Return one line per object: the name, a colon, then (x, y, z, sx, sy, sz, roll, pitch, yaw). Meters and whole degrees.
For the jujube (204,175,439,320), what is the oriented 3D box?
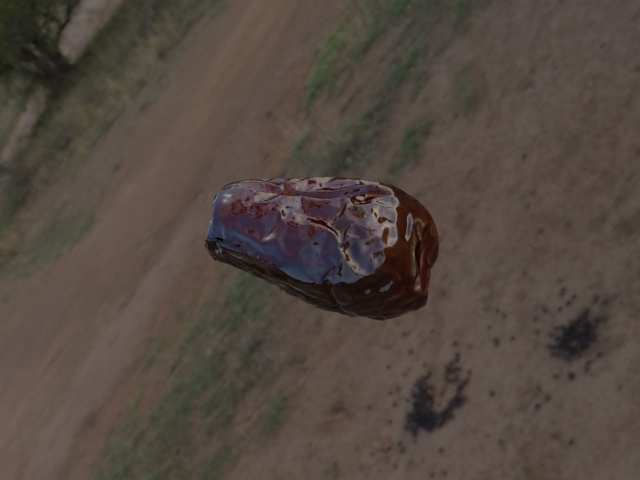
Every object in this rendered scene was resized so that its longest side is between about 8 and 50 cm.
jujube: (0.000, 0.000, 1.455, 0.216, 0.342, 0.216, 9, -90, -79)
